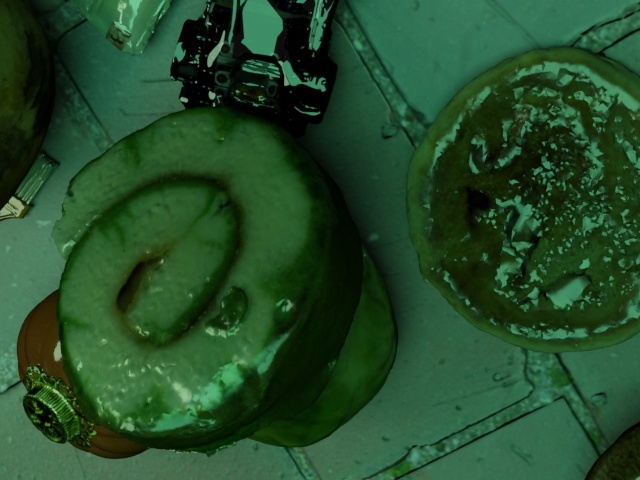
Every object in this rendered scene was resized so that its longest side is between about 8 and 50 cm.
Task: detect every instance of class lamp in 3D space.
[{"bbox_3d":[-0.256,0.153,1.898,0.223,0.196,0.223,30,143,27],"label":"lamp"}]

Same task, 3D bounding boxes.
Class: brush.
[{"bbox_3d":[-0.440,-0.002,1.991,0.090,0.017,0.314,40,109,3],"label":"brush"}]

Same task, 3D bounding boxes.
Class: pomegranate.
[{"bbox_3d":[-0.446,-0.160,1.800,0.322,0.322,0.322,3,105,11],"label":"pomegranate"}]

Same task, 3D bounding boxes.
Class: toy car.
[{"bbox_3d":[-0.059,-0.252,1.787,0.193,0.118,0.301,16,108,-2],"label":"toy car"}]

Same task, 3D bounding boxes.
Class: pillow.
[{"bbox_3d":[-0.196,-0.333,1.832,0.128,0.051,0.229,39,108,6],"label":"pillow"}]

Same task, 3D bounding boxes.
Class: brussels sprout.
[{"bbox_3d":[-0.024,0.098,1.826,0.219,0.210,0.271,14,111,32],"label":"brussels sprout"}]

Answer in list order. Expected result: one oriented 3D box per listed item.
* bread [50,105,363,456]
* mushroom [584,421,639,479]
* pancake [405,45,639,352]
[{"bbox_3d":[-0.142,0.038,1.704,0.382,0.129,0.366,22,76,35],"label":"bread"},{"bbox_3d":[0.447,0.356,1.806,0.345,0.239,0.345,0,91,28],"label":"mushroom"},{"bbox_3d":[0.263,-0.034,1.807,0.356,0.065,0.356,2,107,8],"label":"pancake"}]
